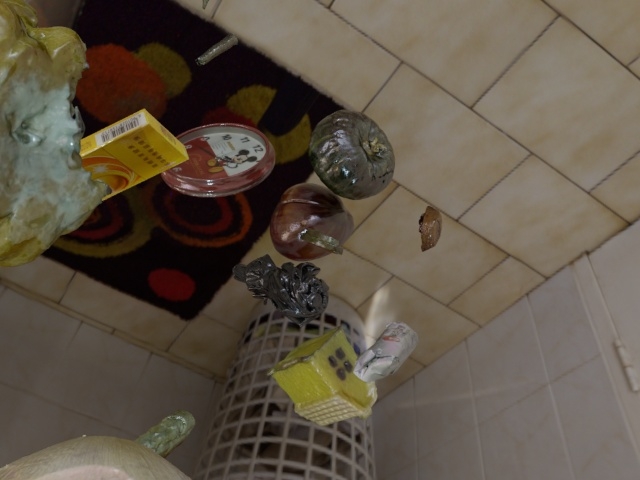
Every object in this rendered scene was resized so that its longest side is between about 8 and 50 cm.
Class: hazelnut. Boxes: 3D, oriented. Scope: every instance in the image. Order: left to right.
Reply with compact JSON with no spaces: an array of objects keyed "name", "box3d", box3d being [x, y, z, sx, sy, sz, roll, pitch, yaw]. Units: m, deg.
[{"name":"hazelnut","box3d":[-0.023,-0.045,1.501,0.230,0.229,0.229,4,130,4]}]

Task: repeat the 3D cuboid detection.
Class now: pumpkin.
[{"name":"pumpkin","box3d":[0.082,-0.213,1.399,0.159,0.238,0.238,-28,122,35]}]

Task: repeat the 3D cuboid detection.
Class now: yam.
[{"name":"yam","box3d":[-0.262,-0.480,1.452,0.027,0.129,0.033,8,138,50]}]

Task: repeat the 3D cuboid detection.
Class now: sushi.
[{"name":"sushi","box3d":[0.223,-0.029,1.176,0.047,0.099,0.050,4,153,33]}]

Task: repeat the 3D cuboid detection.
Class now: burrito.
[{"name":"burrito","box3d":[0.102,0.163,0.847,0.064,0.203,0.064,2,95,20]}]

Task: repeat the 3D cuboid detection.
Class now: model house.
[{"name":"model house","box3d":[0.014,0.372,1.468,0.193,0.175,0.234,-33,86,41]}]

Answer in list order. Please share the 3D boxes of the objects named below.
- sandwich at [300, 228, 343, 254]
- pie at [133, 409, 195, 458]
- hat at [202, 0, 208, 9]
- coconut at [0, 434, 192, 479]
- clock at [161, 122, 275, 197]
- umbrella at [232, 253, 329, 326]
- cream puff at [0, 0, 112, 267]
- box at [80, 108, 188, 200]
[{"name":"sandwich","box3d":[0.000,0.000,1.211,0.067,0.135,0.029,26,87,-37]},{"name":"pie","box3d":[-0.407,0.483,1.234,0.071,0.306,0.306,52,125,9]},{"name":"hat","box3d":[-0.204,-0.535,0.963,0.110,0.252,0.252,18,131,-20]},{"name":"coconut","box3d":[-0.256,0.349,0.623,0.297,0.254,0.297,8,155,4]},{"name":"clock","box3d":[-0.283,-0.220,1.585,0.319,0.318,0.080,2,131,5]},{"name":"umbrella","box3d":[-0.097,0.086,1.164,0.118,0.118,0.340,44,162,-27]},{"name":"cream puff","box3d":[-0.441,-0.134,0.701,0.270,0.274,0.323,10,111,23]},{"name":"box","box3d":[-0.397,-0.137,1.052,0.269,0.043,0.152,-23,158,6]}]
